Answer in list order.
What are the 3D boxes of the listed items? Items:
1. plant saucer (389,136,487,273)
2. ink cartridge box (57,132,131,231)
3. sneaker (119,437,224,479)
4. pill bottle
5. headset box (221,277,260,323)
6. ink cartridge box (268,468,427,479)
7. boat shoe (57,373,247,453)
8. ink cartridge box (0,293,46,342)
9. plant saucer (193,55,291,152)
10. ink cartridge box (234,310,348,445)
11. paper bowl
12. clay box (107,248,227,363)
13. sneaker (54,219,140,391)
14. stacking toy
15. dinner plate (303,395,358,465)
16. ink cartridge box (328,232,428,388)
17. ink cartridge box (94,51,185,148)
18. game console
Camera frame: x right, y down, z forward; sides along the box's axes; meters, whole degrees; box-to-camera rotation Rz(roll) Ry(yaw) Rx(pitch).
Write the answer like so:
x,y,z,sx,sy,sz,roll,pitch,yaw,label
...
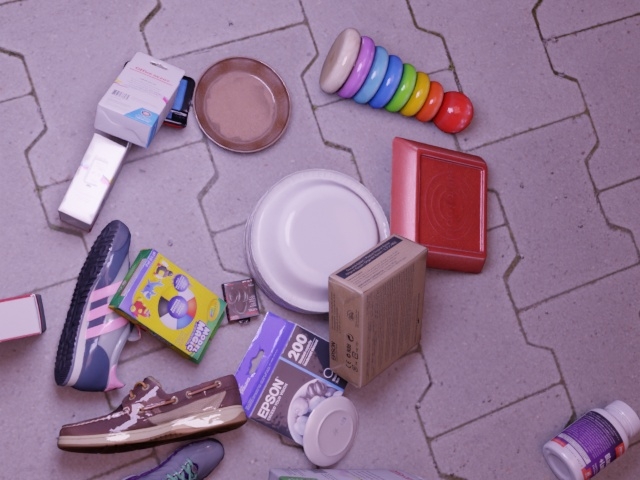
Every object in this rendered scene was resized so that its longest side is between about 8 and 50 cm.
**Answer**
x,y,z,sx,sy,sz,roll,pitch,yaw,label
0.255,-0.071,1.727,0.259,0.047,0.258,8,80,-35,plant saucer
-0.416,-0.123,1.571,0.067,0.115,0.198,25,77,-11,ink cartridge box
-0.270,0.446,1.542,0.223,0.098,0.083,-27,107,-14,sneaker
0.572,0.420,1.764,0.193,0.108,0.108,-31,92,-16,pill bottle
-0.156,0.120,1.652,0.062,0.032,0.083,-9,84,-16,headset box
0.055,0.498,1.571,0.278,0.201,0.117,4,83,-15,ink cartridge box
-0.311,0.312,1.553,0.342,0.123,0.123,-8,71,-15,boat shoe
-0.552,0.139,1.473,0.127,0.175,0.072,-11,89,-15,ink cartridge box
-0.159,-0.271,1.697,0.198,0.036,0.199,2,82,-14,plant saucer
-0.057,0.273,1.652,0.208,0.045,0.206,28,78,-9,ink cartridge box
0.000,0.000,1.649,0.284,0.148,0.284,2,81,-15,paper bowl
-0.269,0.127,1.565,0.222,0.053,0.127,40,64,-30,clay box
-0.389,0.125,1.568,0.131,0.112,0.319,22,77,-33,sneaker
0.170,-0.310,1.744,0.330,0.141,0.141,22,78,-15,stacking toy
0.025,0.373,1.642,0.141,0.017,0.141,-8,103,-41,dinner plate
0.108,0.132,1.599,0.193,0.088,0.235,-32,134,-38,ink cartridge box
-0.331,-0.262,1.558,0.104,0.061,0.181,23,46,-3,ink cartridge box
-0.321,-0.284,1.634,0.144,0.124,0.085,13,107,-12,game console
